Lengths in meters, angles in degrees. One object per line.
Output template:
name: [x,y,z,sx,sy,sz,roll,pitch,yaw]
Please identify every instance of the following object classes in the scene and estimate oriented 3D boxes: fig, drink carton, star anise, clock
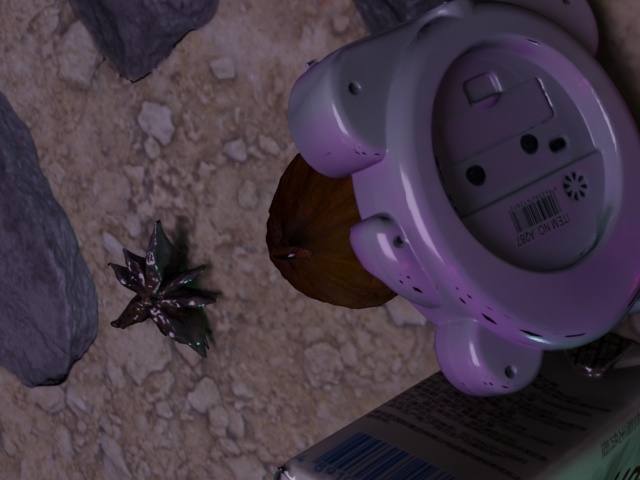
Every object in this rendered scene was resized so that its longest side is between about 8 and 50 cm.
fig: [0.000,0.000,0.969,0.134,0.201,0.146,3,113,29]
drink carton: [0.108,0.195,0.855,0.132,0.324,0.194,23,118,31]
star anise: [-0.153,0.039,1.195,0.124,0.056,0.129,16,118,23]
clock: [0.120,-0.040,0.836,0.248,0.227,0.090,65,154,-1]
